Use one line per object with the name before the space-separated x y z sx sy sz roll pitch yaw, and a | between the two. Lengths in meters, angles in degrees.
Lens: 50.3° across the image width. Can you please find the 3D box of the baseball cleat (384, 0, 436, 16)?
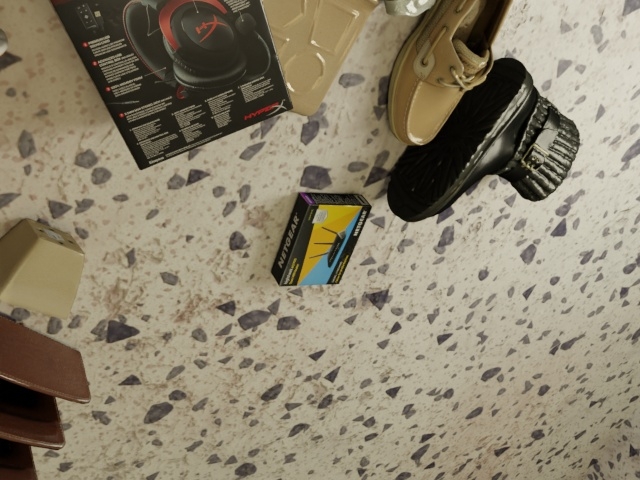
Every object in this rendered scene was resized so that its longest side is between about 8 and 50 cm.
baseball cleat | 0.100 -0.374 0.939 0.206 0.072 0.109 12 107 -38

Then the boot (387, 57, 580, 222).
boot | 0.308 -0.131 1.244 0.348 0.131 0.260 -47 136 10

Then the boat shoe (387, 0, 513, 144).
boat shoe | 0.203 -0.288 1.057 0.122 0.110 0.341 -4 128 -30

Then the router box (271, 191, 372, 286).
router box | 0.000 0.000 1.222 0.133 0.046 0.179 0 126 -32

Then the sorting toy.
sorting toy | -0.042 -0.287 0.962 0.193 0.038 0.208 12 123 -39

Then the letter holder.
letter holder | -0.492 0.228 0.982 0.152 0.214 0.302 -42 136 6

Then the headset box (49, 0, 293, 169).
headset box | -0.179 -0.258 0.805 0.218 0.110 0.293 -24 136 -5

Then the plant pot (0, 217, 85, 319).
plant pot | -0.397 0.034 0.963 0.109 0.109 0.096 29 95 -44

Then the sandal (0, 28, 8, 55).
sandal | -0.468 -0.173 0.747 0.265 0.102 0.076 -17 135 -8
